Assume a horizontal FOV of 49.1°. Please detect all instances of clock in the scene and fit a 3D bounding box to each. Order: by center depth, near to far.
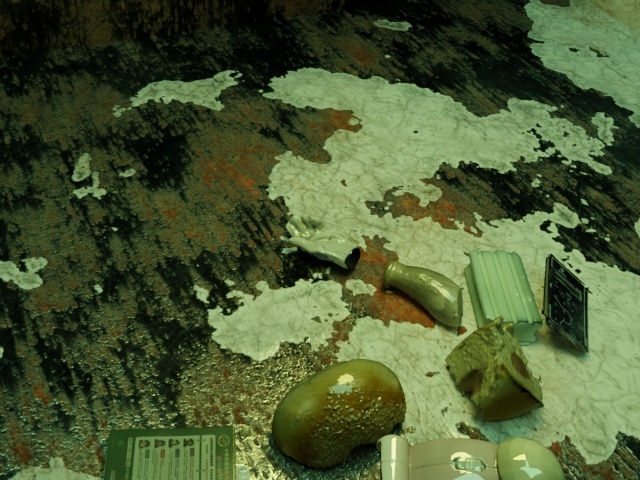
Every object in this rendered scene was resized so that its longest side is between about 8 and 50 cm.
[{"bbox_3d":[0.266,0.490,1.296,0.326,0.342,0.184,-1,50,0],"label":"clock"}]

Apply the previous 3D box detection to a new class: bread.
[{"bbox_3d":[0.059,0.353,1.495,0.314,0.192,0.171,-12,46,-21],"label":"bread"},{"bbox_3d":[0.440,0.296,1.615,0.211,0.224,0.183,5,49,-16],"label":"bread"}]

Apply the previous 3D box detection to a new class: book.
[{"bbox_3d":[-0.305,0.475,1.427,0.264,0.027,0.202,0,44,-8],"label":"book"}]

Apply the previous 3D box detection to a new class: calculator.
[{"bbox_3d":[0.653,0.165,1.857,0.166,0.028,0.274,38,40,-12],"label":"calculator"}]

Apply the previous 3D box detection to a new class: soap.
[{"bbox_3d":[0.480,0.149,1.857,0.150,0.094,0.261,0,46,-3],"label":"soap"}]

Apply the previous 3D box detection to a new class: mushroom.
[{"bbox_3d":[0.281,0.128,1.839,0.247,0.108,0.096,31,7,19],"label":"mushroom"}]

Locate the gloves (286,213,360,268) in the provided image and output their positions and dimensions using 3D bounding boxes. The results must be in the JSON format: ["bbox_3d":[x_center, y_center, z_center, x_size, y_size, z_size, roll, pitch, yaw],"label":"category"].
[{"bbox_3d":[0.002,0.006,1.916,0.229,0.097,0.119,35,45,18],"label":"gloves"}]
